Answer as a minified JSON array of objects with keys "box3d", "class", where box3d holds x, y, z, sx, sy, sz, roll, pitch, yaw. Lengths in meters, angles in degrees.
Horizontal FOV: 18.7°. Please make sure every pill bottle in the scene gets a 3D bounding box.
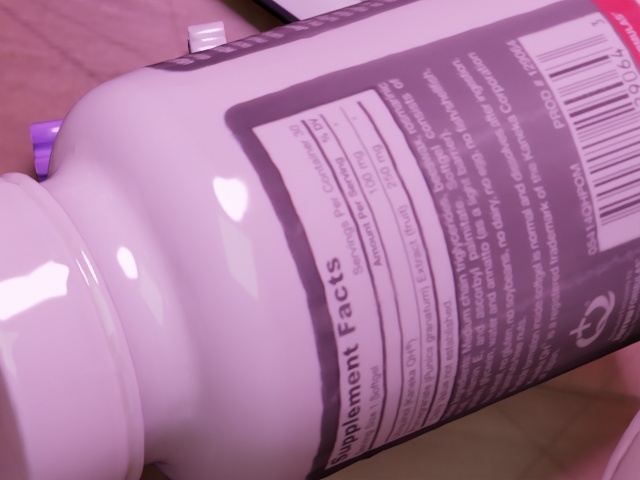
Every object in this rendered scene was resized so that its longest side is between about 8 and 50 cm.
[{"box3d":[0.000,0.000,0.779,0.318,0.176,0.176,-20,83,-25],"class":"pill bottle"}]

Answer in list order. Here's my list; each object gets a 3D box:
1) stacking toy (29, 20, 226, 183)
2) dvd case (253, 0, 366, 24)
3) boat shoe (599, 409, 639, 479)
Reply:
[{"box3d":[-0.114,0.011,0.883,0.167,0.052,0.221,-7,86,-4],"class":"stacking toy"},{"box3d":[0.034,-0.220,0.911,0.180,0.022,0.253,36,90,7],"class":"dvd case"},{"box3d":[0.150,0.160,0.780,0.096,0.117,0.324,18,121,-15],"class":"boat shoe"}]
